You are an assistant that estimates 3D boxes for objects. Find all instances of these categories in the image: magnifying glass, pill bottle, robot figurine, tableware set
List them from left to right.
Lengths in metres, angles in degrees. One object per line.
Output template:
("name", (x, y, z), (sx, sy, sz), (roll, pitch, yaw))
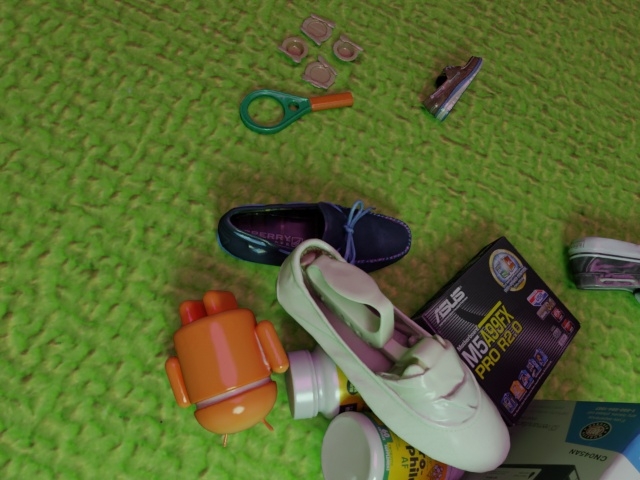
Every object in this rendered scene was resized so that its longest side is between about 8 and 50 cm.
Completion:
("robot figurine", (-0.142, 0.186, 0.649), (0.158, 0.128, 0.219), (-14, 75, -26))
("magnifying glass", (-0.045, -0.265, 0.867), (0.231, 0.026, 0.092), (-14, 76, -13))
("tableware set", (-0.002, -0.402, 0.919), (0.141, 0.020, 0.168), (38, 69, 2))
("pill bottle", (0.054, 0.212, 0.683), (0.209, 0.119, 0.119), (-5, 74, -13))
("pill bottle", (0.115, 0.314, 0.637), (0.209, 0.118, 0.117), (18, 68, -34))

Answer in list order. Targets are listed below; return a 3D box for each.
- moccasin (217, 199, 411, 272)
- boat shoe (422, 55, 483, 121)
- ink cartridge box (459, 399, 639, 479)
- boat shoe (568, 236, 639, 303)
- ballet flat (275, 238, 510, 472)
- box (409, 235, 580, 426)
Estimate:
("moccasin", (0.000, 0.000, 0.740), (0.343, 0.117, 0.137), (-3, 73, -12))
("boat shoe", (0.284, -0.340, 0.933), (0.066, 0.066, 0.183), (36, 69, 3))
("ink cartridge box", (0.284, 0.403, 0.580), (0.395, 0.285, 0.166), (-34, 80, -20))
("boat shoe", (0.655, 0.080, 0.862), (0.336, 0.121, 0.118), (9, 79, 3))
("ballet flat", (0.091, 0.141, 0.585), (0.400, 0.139, 0.139), (40, 69, 18))
("box", (0.307, 0.147, 0.757), (0.270, 0.060, 0.216), (-34, 82, -32))
